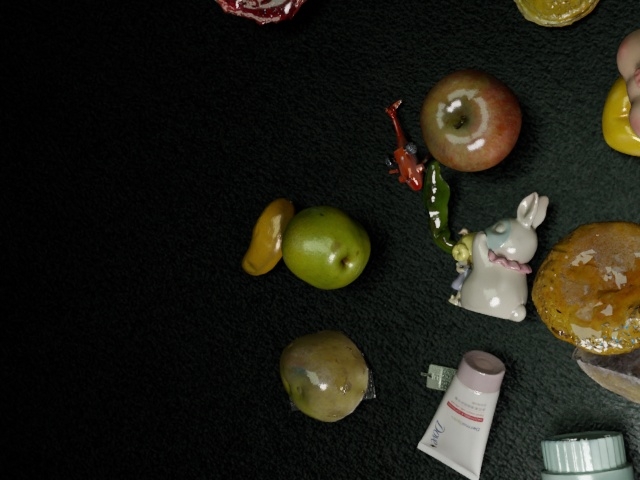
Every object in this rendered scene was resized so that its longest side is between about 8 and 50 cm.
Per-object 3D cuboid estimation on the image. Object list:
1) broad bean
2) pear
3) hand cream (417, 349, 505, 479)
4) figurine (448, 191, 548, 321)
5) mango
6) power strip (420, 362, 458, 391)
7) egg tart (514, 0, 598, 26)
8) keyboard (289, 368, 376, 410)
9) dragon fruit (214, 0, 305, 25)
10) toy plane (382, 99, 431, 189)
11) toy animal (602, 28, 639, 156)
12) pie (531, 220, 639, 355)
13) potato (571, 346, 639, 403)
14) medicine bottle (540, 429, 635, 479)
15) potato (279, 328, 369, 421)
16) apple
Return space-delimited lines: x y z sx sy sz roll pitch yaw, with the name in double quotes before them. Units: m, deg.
"broad bean" 0.231 -0.059 1.748 0.061 0.046 0.195 -12 102 30
"pear" 0.000 0.000 1.807 0.216 0.180 0.166 49 117 48
"hand cream" 0.268 0.326 1.690 0.133 0.083 0.248 26 117 27
"figurine" 0.332 0.020 1.670 0.155 0.127 0.236 15 92 50
"mango" -0.106 -0.004 1.905 0.098 0.075 0.190 41 108 38
"power strip" 0.257 0.271 1.739 0.136 0.019 0.051 10 92 26
"egg tart" 0.441 -0.496 1.687 0.191 0.074 0.191 -2 85 23
"keyboard" 0.021 0.309 1.851 0.195 0.018 0.060 -15 77 23
"dragon fruit" -0.095 -0.575 1.913 0.261 0.163 0.189 -41 36 21
"toy plane" 0.173 -0.192 1.787 0.126 0.077 0.194 -7 82 38
"toy animal" 0.597 -0.219 1.491 0.277 0.246 0.345 -18 78 25
"pie" 0.510 0.082 1.589 0.273 0.069 0.274 -8 67 20
"potato" 0.586 0.229 1.564 0.261 0.100 0.120 15 53 40
"medicine bottle" 0.470 0.492 1.543 0.158 0.158 0.318 -9 82 25
"potato" -0.015 0.265 1.808 0.182 0.117 0.202 -47 63 13
"apple" 0.281 -0.221 1.680 0.188 0.174 0.188 -1 87 20
